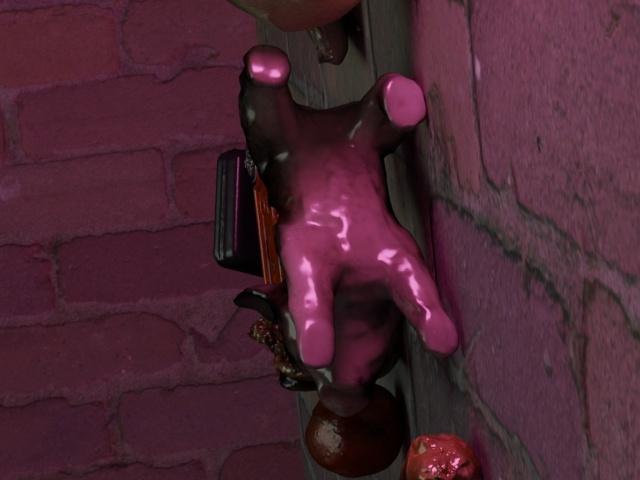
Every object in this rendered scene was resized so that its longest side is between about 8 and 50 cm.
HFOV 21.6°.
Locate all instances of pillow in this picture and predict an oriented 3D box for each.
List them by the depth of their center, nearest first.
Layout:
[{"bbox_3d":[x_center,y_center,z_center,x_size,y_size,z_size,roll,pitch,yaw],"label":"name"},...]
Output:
[{"bbox_3d":[-0.003,-0.279,2.023,0.119,0.053,0.208,59,-170,-17],"label":"pillow"}]

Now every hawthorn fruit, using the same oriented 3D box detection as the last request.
[{"bbox_3d":[0.045,0.223,1.992,0.128,0.128,0.128,173,90,-85],"label":"hawthorn fruit"}]

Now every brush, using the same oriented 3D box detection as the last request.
[{"bbox_3d":[0.039,-0.256,1.986,0.083,0.008,0.024,-111,14,-71],"label":"brush"}]

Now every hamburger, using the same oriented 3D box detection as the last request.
[{"bbox_3d":[0.006,0.094,1.923,0.159,0.185,0.131,-48,-51,-76],"label":"hamburger"}]

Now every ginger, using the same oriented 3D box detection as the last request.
[{"bbox_3d":[0.108,0.232,1.524,0.190,0.069,0.095,90,176,-60],"label":"ginger"}]

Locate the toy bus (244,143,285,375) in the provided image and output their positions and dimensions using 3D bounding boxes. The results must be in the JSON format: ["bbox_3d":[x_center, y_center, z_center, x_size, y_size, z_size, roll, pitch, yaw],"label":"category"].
[{"bbox_3d":[0.000,0.000,2.076,0.153,0.143,0.329,169,95,-75],"label":"toy bus"}]

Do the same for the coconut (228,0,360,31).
[{"bbox_3d":[-0.038,-0.315,1.564,0.237,0.197,0.237,25,123,46],"label":"coconut"}]

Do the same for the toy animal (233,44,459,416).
[{"bbox_3d":[0.015,0.003,1.654,0.302,0.194,0.344,122,145,-73],"label":"toy animal"}]

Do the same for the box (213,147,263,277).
[{"bbox_3d":[-0.049,-0.024,2.217,0.230,0.050,0.160,17,-111,-48],"label":"box"}]
